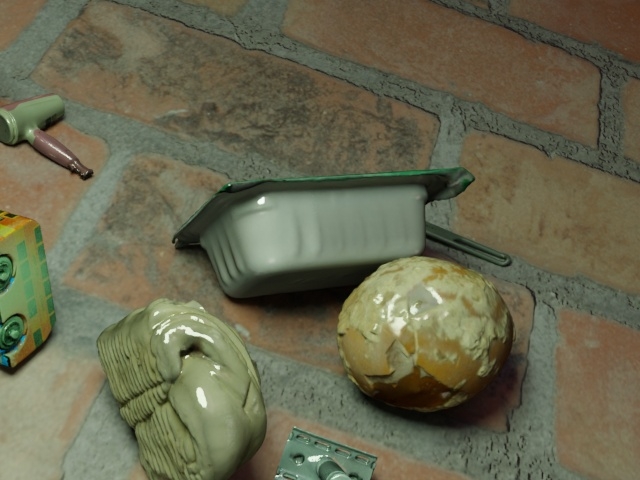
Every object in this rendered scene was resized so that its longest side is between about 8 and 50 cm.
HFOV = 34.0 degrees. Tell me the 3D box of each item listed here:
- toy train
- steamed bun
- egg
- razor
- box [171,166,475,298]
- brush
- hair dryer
[{"bbox_3d":[-0.355,0.047,1.166,0.072,0.188,0.099,17,36,25],"label":"toy train"},{"bbox_3d":[-0.130,0.162,1.125,0.144,0.218,0.211,-16,79,-34],"label":"steamed bun"},{"bbox_3d":[0.132,0.114,1.277,0.233,0.195,0.195,11,41,-32],"label":"egg"},{"bbox_3d":[0.010,0.246,1.085,0.106,0.232,0.068,19,82,1],"label":"razor"},{"bbox_3d":[0.000,0.000,1.343,0.336,0.264,0.106,-6,76,-25],"label":"box"},{"bbox_3d":[0.156,-0.013,1.547,0.266,0.027,0.062,22,42,-3],"label":"brush"},{"bbox_3d":[-0.375,-0.138,1.464,0.154,0.054,0.106,47,43,13],"label":"hair dryer"}]
